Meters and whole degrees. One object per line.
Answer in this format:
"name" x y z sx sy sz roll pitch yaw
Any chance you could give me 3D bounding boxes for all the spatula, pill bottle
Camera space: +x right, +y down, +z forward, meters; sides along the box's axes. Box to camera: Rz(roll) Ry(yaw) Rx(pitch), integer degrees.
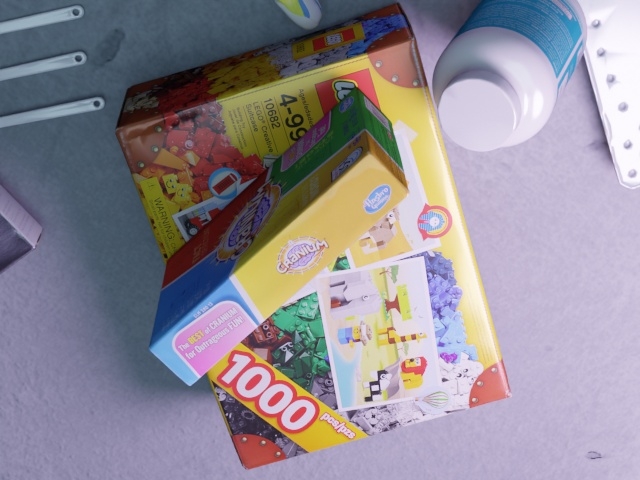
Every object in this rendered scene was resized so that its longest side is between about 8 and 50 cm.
"spatula" -0.404 -0.209 1.662 0.242 0.019 0.168 -11 108 1
"pill bottle" 0.221 -0.205 1.546 0.146 0.264 0.146 12 124 18

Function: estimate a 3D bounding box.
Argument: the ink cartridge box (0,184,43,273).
"ink cartridge box" -0.577 -0.026 1.696 0.303 0.072 0.307 -35 114 17

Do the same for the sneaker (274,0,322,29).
"sneaker" -0.034 -0.377 1.567 0.126 0.091 0.240 -29 111 9

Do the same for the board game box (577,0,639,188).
"board game box" 0.517 -0.302 1.652 0.389 0.050 0.390 -19 113 5

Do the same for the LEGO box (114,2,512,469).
"LEGO box" 0.000 0.000 1.677 0.372 0.193 0.500 -17 114 4

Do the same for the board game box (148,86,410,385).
"board game box" -0.048 -0.011 1.433 0.316 0.242 0.064 -42 108 14
